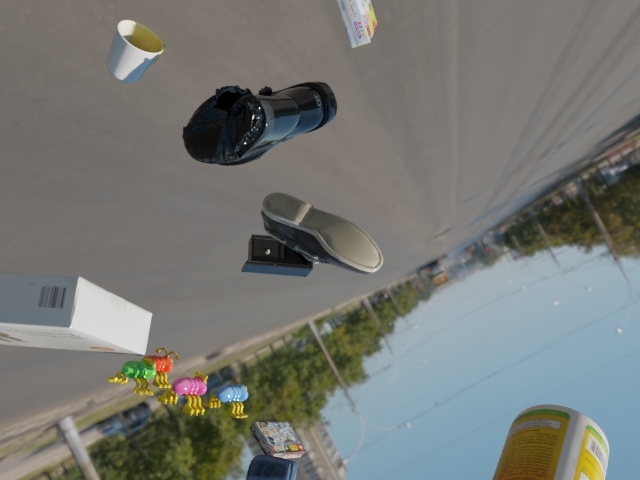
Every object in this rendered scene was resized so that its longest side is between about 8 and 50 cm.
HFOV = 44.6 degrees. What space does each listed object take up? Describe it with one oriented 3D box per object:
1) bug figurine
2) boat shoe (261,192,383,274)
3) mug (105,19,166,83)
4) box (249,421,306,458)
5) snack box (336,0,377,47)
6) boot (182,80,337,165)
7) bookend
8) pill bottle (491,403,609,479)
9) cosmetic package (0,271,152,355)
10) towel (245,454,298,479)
[{"bbox_3d":[-0.281,0.279,1.559,0.279,0.072,0.216,16,178,23],"label":"bug figurine"},{"bbox_3d":[0.000,0.000,1.184,0.075,0.206,0.065,-48,162,-42],"label":"boat shoe"},{"bbox_3d":[-0.234,-0.232,0.992,0.078,0.062,0.064,11,133,-37],"label":"mug"},{"bbox_3d":[-0.104,0.488,1.908,0.027,0.094,0.137,-47,148,15],"label":"box"},{"bbox_3d":[0.053,-0.403,1.285,0.037,0.141,0.100,-11,-149,18],"label":"snack box"},{"bbox_3d":[-0.123,-0.152,1.067,0.247,0.094,0.207,-14,-174,35],"label":"boot"},{"bbox_3d":[-0.098,-0.003,1.818,0.156,0.157,0.072,6,161,-12],"label":"bookend"},{"bbox_3d":[0.286,0.340,1.009,0.136,0.136,0.245,-32,-169,40],"label":"pill bottle"},{"bbox_3d":[-0.543,0.133,1.426,0.378,0.097,0.284,2,165,14],"label":"cosmetic package"},{"bbox_3d":[-0.070,0.335,1.037,0.119,0.067,0.029,-77,180,-59],"label":"towel"}]
